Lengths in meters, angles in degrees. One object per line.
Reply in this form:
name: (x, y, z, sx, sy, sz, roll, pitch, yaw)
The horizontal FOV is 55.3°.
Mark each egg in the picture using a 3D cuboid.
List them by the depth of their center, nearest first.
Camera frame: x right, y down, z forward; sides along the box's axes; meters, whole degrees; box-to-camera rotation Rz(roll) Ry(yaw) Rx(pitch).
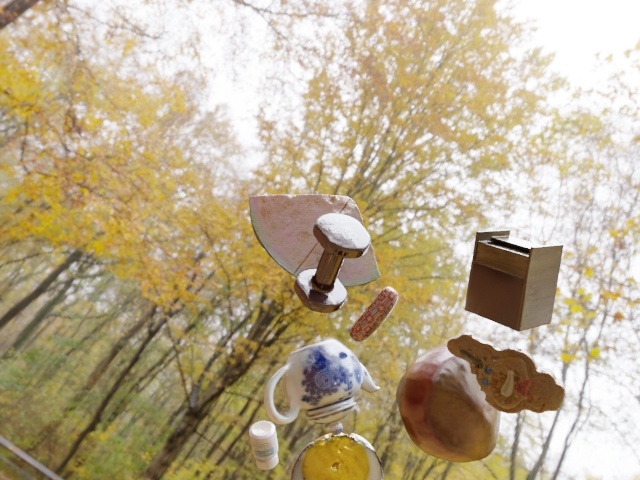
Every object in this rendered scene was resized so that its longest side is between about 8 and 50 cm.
egg: (0.064, 0.861, 2.240, 0.337, 0.337, 0.201, 29, -9, 11)

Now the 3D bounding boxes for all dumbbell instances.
dumbbell: (0.024, 0.056, 1.467, 0.140, 0.124, 0.225, 56, -42, 37)

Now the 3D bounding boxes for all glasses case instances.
glasses case: (0.169, 0.229, 1.853, 0.049, 0.194, 0.073, 42, 6, 41)

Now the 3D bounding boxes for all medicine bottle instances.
medicine bottle: (-0.110, 0.402, 1.200, 0.052, 0.052, 0.089, 14, -58, 34)

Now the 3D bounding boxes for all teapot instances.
teapot: (0.013, 0.457, 1.882, 0.252, 0.423, 0.280, -32, -110, 50)

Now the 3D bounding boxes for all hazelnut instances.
hazelnut: (0.395, 0.493, 1.889, 0.365, 0.366, 0.366, 26, -29, 16)

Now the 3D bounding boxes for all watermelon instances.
watermelon: (-0.020, 0.007, 1.731, 0.319, 0.292, 0.222, -9, -7, -2)

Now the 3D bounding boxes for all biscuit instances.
biscuit: (0.479, 0.351, 1.609, 0.319, 0.047, 0.183, 40, -65, 8)

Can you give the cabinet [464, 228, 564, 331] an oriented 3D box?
cabinet: (0.498, 0.094, 1.569, 0.174, 0.148, 0.215, 20, -70, 50)
